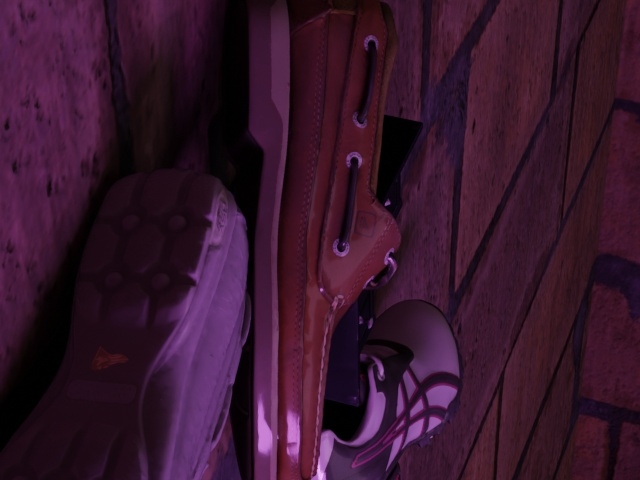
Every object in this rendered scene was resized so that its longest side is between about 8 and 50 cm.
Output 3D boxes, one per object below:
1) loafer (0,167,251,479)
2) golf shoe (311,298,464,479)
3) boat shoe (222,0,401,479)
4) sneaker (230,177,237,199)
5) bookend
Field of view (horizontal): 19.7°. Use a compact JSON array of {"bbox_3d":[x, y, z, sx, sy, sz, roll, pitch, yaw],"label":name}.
[{"bbox_3d":[-0.103,0.113,0.960,0.111,0.112,0.319,65,39,-53],"label":"loafer"},{"bbox_3d":[0.049,0.126,1.528,0.273,0.105,0.120,-62,151,-46],"label":"golf shoe"},{"bbox_3d":[0.000,0.000,1.095,0.110,0.104,0.307,-169,-100,-75],"label":"boat shoe"},{"bbox_3d":[-0.033,0.019,1.190,0.069,0.082,0.209,87,23,-50],"label":"sneaker"},{"bbox_3d":[0.019,0.011,1.379,0.156,0.072,0.157,-62,159,-44],"label":"bookend"}]
